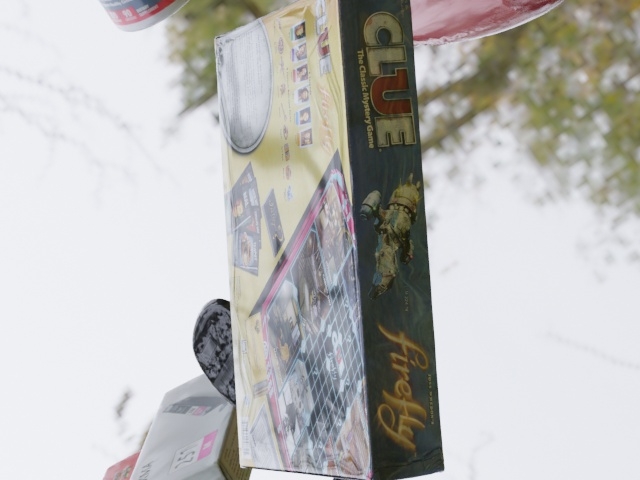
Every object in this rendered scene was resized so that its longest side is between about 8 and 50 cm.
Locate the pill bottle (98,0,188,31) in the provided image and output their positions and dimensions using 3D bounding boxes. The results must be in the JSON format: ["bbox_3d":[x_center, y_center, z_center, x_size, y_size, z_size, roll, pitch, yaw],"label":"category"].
[{"bbox_3d":[-0.219,-0.324,1.909,0.180,0.108,0.108,57,-162,-29],"label":"pill bottle"}]

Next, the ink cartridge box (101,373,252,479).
[{"bbox_3d":[-0.176,0.245,1.936,0.060,0.239,0.275,59,-164,-16],"label":"ink cartridge box"}]

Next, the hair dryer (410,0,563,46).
[{"bbox_3d":[0.178,-0.188,1.202,0.223,0.293,0.080,11,-116,-71],"label":"hair dryer"}]

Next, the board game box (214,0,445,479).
[{"bbox_3d":[0.000,0.000,0.932,0.042,0.165,0.243,-2,-92,-25],"label":"board game box"}]

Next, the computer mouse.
[{"bbox_3d":[-0.042,0.186,1.789,0.060,0.184,0.262,-17,-129,-45],"label":"computer mouse"}]
